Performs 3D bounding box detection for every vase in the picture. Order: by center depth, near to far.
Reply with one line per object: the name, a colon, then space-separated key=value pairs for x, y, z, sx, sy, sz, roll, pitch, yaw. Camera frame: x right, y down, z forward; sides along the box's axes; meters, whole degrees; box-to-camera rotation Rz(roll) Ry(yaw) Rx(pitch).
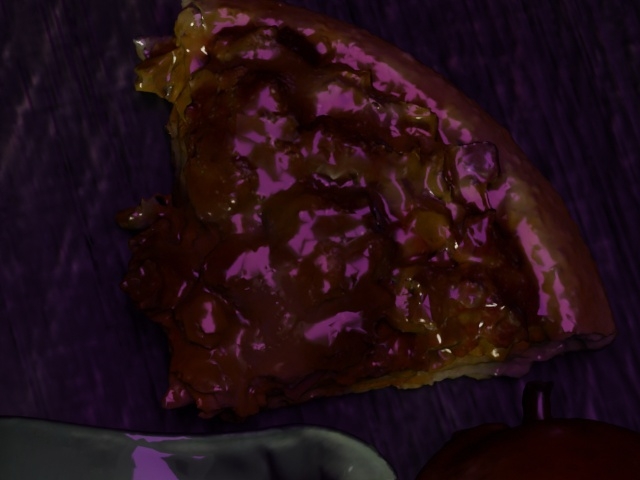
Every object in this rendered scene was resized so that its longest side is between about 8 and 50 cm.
vase: x=-0.111 y=0.216 z=0.832 sx=0.251 sy=0.156 sz=0.301 roll=12 pitch=79 yaw=-8

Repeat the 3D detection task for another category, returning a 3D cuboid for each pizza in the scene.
pizza: x=0.000 y=0.000 z=0.934 sx=0.289 sy=0.081 sz=0.229 roll=41 pitch=74 yaw=3

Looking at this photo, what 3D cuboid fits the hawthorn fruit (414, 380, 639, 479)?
hawthorn fruit: x=0.115 y=0.162 z=0.856 sx=0.185 sy=0.185 sz=0.202 roll=-5 pitch=69 yaw=-9
